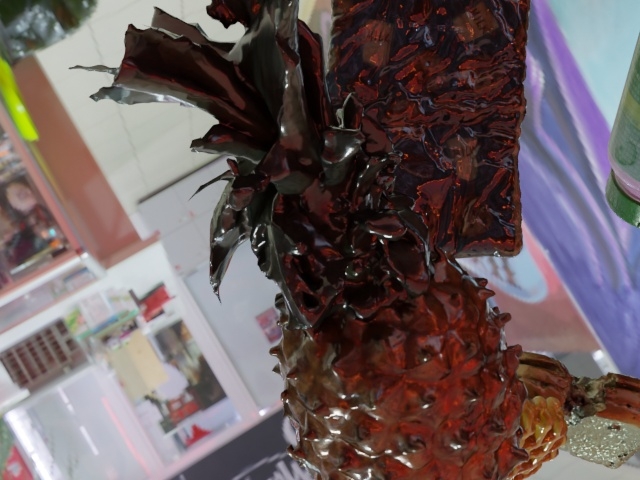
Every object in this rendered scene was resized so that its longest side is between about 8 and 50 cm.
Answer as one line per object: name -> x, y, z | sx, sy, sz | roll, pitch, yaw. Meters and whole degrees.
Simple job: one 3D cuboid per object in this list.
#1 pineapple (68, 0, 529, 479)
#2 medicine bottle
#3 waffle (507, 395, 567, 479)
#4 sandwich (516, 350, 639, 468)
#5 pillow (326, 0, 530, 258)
pineapple -> 0.000, -0.001, 0.474 | 0.165, 0.365, 0.165 | -21, -151, 12
medicine bottle -> 0.386, -0.136, 0.934 | 0.133, 0.133, 0.274 | -30, 144, -22
waffle -> 0.256, 0.339, 1.327 | 0.283, 0.065, 0.309 | -35, 144, 8
sandwich -> 0.411, 0.278, 1.456 | 0.249, 0.273, 0.095 | 96, 10, -62
pillow -> 0.093, -0.111, 0.774 | 0.188, 0.256, 0.034 | 3, -178, -7
